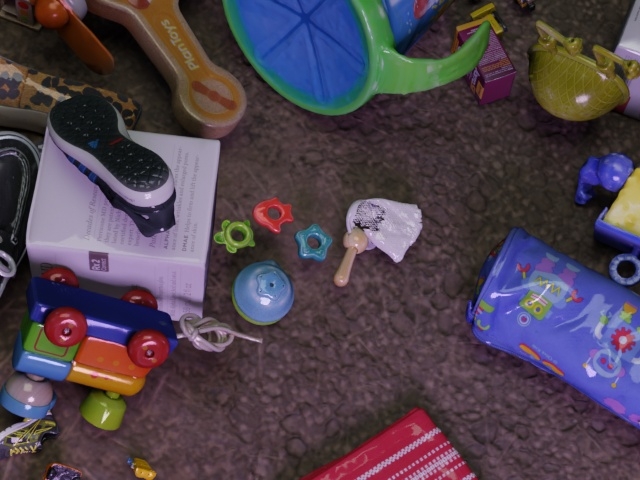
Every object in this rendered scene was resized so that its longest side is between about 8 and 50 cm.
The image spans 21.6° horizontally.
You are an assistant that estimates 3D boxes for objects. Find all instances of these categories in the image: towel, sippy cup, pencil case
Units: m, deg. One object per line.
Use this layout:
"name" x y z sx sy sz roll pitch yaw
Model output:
"towel" 0.103 0.320 1.692 0.199 0.031 0.275 -30 71 -21
"sippy cup" 0.043 -0.295 1.909 0.224 0.240 0.305 -39 97 -33
"pencil case" 0.297 0.113 1.770 0.306 0.119 0.133 32 75 10

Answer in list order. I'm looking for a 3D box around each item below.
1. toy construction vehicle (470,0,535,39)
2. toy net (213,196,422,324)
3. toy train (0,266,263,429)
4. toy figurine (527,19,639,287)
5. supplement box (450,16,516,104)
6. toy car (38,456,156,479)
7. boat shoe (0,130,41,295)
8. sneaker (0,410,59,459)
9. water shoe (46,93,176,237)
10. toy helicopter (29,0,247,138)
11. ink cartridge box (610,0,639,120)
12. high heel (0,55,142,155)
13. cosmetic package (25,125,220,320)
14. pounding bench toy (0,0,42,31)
"toy construction vehicle" 0.214 -0.291 2.022 0.086 0.035 0.098 -30 66 -8
"toy net" 0.000 0.000 1.831 0.232 0.045 0.122 -22 80 -22
"toy train" -0.196 0.133 1.709 0.248 0.143 0.105 17 21 -22
"toy figurine" 0.348 -0.061 1.832 0.362 0.191 0.217 25 88 12
"supplement box" 0.191 -0.210 1.962 0.043 0.055 0.083 -19 66 -14
"toy car" -0.233 0.249 1.701 0.122 0.060 0.040 4 17 -22
"boat shoe" -0.367 0.018 1.726 0.113 0.105 0.306 33 70 -13
"sneaker" -0.303 0.204 1.708 0.083 0.031 0.035 -36 72 -21
"water shoe" -0.212 -0.072 1.671 0.073 0.080 0.203 -25 43 -21
"toy helicopter" -0.211 -0.260 1.884 0.235 0.140 0.355 -25 75 -34
"ink cartridge box" 0.429 -0.208 1.943 0.176 0.128 0.127 23 62 5
"high heel" -0.327 -0.193 1.880 0.186 0.093 0.261 -24 75 -19
"cosmetic package" -0.205 -0.018 1.766 0.184 0.151 0.151 6 63 -2
"pounding bench toy" -0.355 -0.293 1.942 0.083 0.065 0.052 21 63 6
